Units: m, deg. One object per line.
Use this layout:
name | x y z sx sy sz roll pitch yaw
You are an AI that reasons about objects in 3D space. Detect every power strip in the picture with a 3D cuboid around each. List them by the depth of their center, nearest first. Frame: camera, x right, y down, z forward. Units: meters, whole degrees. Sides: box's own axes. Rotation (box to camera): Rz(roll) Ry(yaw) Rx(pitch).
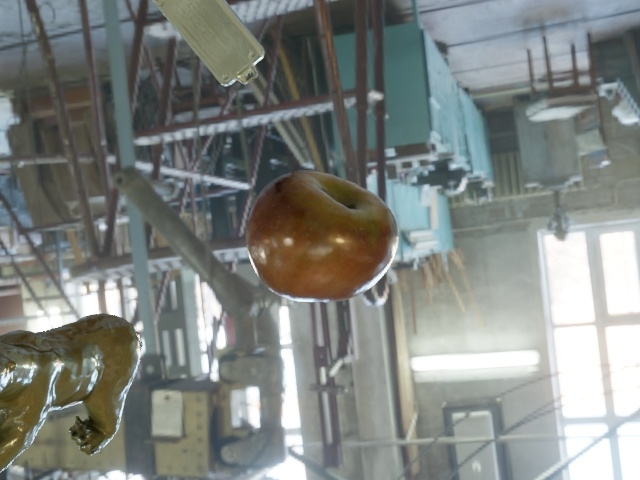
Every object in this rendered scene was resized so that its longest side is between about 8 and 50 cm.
power strip | -0.224 -0.410 1.301 0.098 0.338 0.058 -37 -163 12

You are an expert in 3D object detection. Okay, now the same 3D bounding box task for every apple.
apple | 0.000 0.000 1.134 0.234 0.173 0.210 15 -154 -21

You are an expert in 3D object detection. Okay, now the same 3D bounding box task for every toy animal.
toy animal | -0.196 0.097 0.534 0.101 0.103 0.218 -47 165 15
